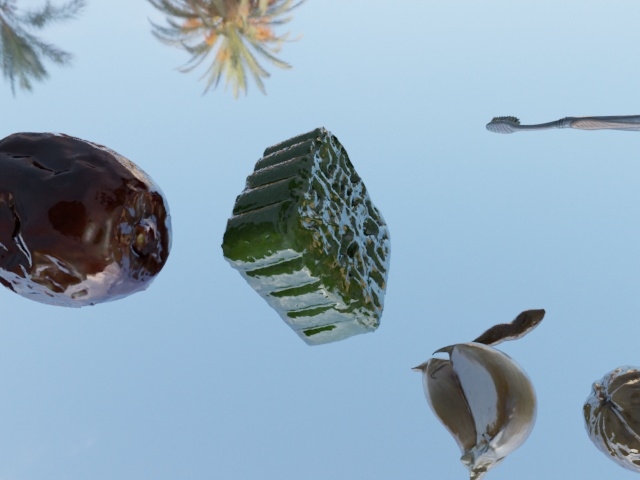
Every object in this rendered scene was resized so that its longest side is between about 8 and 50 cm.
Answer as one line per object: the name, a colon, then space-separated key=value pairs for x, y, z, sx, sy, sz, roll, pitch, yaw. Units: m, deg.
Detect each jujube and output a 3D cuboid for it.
jujube: x=-0.279 y=-0.025 z=0.569 sx=0.243 sy=0.183 sz=0.183 roll=9 pitch=-129 yaw=23

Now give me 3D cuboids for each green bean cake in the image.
green bean cake: x=0.000 y=0.000 z=0.696 sx=0.125 sy=0.248 sz=0.222 roll=-14 pitch=-143 yaw=28

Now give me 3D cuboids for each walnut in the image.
walnut: x=0.603 y=0.334 z=0.966 sx=0.213 sy=0.213 sz=0.213 roll=-2 pitch=-130 yaw=3

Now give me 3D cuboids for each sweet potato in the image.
sweet potato: x=0.495 y=0.238 z=1.374 sx=0.219 sy=0.065 sz=0.051 roll=-26 pitch=-169 yaw=1

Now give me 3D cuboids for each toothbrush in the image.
toothbrush: x=0.455 y=-0.195 z=0.867 sx=0.375 sy=0.028 sz=0.037 roll=11 pitch=-130 yaw=42

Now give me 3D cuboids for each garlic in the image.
garlic: x=0.378 y=0.390 z=1.264 sx=0.250 sy=0.286 sz=0.313 roll=-17 pitch=-139 yaw=3
